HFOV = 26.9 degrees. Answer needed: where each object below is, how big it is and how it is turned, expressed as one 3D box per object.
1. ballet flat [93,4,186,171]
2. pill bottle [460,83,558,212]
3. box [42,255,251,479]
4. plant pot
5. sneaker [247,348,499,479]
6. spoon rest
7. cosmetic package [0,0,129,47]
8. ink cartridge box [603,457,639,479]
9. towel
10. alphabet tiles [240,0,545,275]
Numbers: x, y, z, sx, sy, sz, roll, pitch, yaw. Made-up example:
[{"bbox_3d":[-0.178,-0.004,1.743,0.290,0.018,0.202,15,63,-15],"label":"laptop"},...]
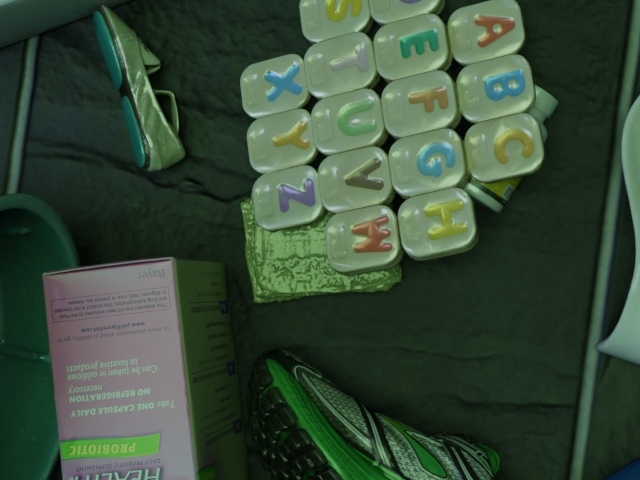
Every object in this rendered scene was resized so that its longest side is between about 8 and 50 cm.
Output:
[{"bbox_3d":[-0.172,-0.149,1.293,0.052,0.057,0.168,-17,89,-21],"label":"ballet flat"},{"bbox_3d":[0.168,-0.089,1.231,0.065,0.065,0.116,33,92,8],"label":"pill bottle"},{"bbox_3d":[-0.147,0.142,1.190,0.117,0.213,0.243,-8,88,7],"label":"box"},{"bbox_3d":[-0.436,0.104,1.190,0.334,0.341,0.341,9,89,16],"label":"plant pot"},{"bbox_3d":[0.070,0.219,1.221,0.343,0.134,0.146,41,57,14],"label":"sneaker"},{"bbox_3d":[0.319,-0.021,1.199,0.137,0.084,0.276,18,91,8],"label":"spoon rest"},{"bbox_3d":[-0.282,-0.323,1.264,0.225,0.138,0.224,-19,85,8],"label":"cosmetic package"},{"bbox_3d":[0.461,0.249,1.128,0.395,0.166,0.285,-33,85,5],"label":"ink cartridge box"},{"bbox_3d":[0.000,0.000,1.269,0.148,0.027,0.110,-7,86,9],"label":"towel"},{"bbox_3d":[0.059,-0.115,1.229,0.278,0.021,0.284,-11,74,17],"label":"alphabet tiles"}]
